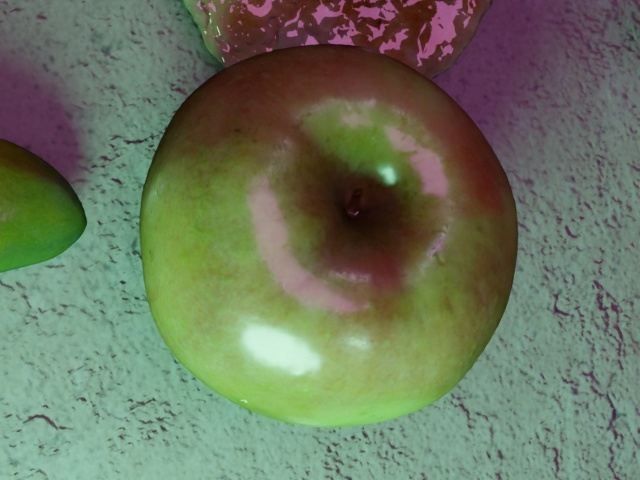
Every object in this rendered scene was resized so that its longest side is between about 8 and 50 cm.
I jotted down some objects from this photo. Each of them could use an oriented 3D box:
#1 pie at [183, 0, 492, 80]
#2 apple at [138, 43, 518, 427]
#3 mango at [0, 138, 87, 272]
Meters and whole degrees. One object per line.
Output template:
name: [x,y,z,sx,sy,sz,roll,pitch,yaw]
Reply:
pie: [0.019,-0.280,1.217,0.339,0.077,0.339,0,88,-15]
apple: [0.000,0.000,1.107,0.319,0.277,0.319,4,78,-21]
mango: [-0.319,-0.029,1.108,0.237,0.091,0.137,-17,98,-22]
